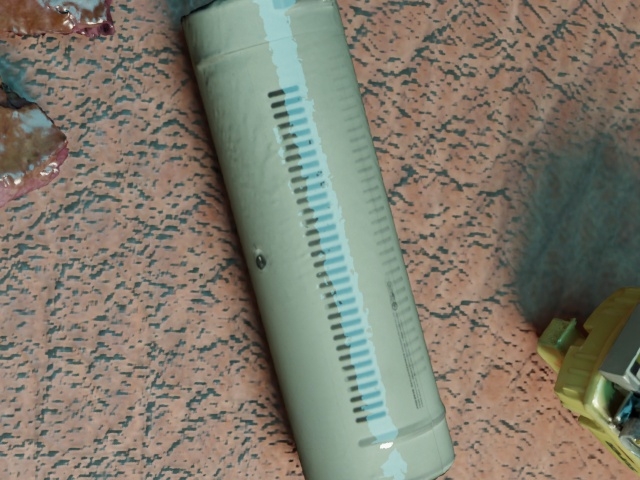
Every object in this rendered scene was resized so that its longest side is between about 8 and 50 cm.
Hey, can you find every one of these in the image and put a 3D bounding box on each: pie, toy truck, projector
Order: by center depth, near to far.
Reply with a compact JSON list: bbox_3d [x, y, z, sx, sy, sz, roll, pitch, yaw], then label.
[{"bbox_3d":[-0.230,-0.125,0.843,0.204,0.054,0.218,6,87,-22],"label":"pie"},{"bbox_3d":[0.000,0.000,0.905,0.108,0.108,0.337,-17,95,-21],"label":"projector"},{"bbox_3d":[0.276,0.140,0.994,0.272,0.157,0.124,42,74,-29],"label":"toy truck"}]
